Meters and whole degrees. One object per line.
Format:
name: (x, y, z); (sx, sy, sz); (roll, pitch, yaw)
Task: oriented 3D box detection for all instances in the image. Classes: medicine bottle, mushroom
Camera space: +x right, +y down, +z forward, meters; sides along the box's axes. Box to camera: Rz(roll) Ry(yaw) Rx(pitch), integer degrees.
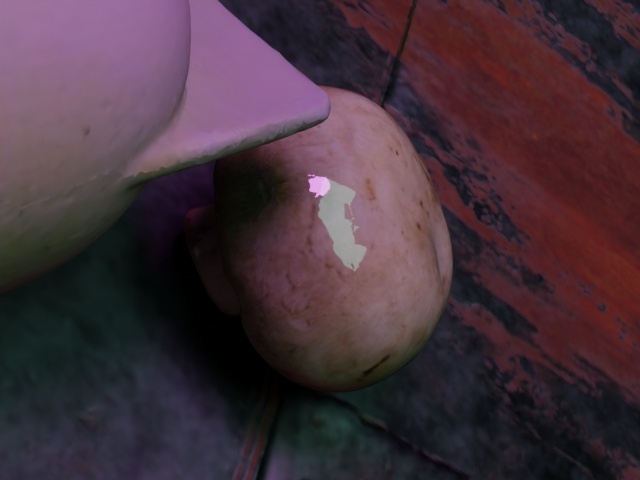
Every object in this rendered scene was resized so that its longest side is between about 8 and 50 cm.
medicine bottle: (-0.201, -0.075, 0.622); (0.406, 0.236, 0.235); (-21, 82, -43)
mushroom: (0.000, 0.000, 0.835); (0.166, 0.127, 0.166); (34, 50, -52)
